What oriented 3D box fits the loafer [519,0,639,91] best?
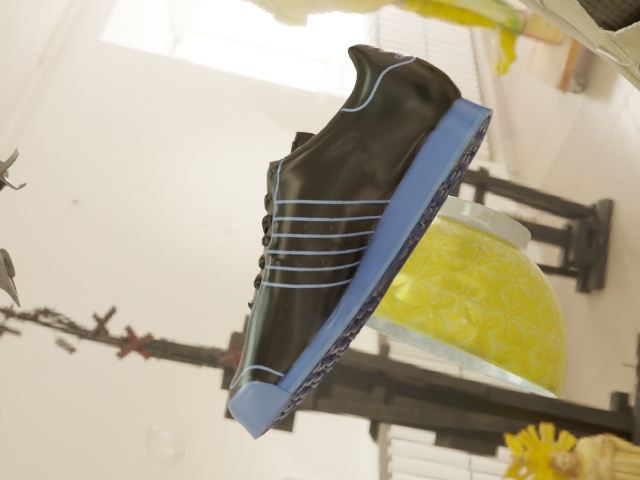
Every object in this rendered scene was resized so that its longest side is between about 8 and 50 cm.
[{"bbox_3d":[0.247,-0.157,0.623,0.102,0.268,0.092,-61,-10,9],"label":"loafer"}]

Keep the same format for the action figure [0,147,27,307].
[{"bbox_3d":[-0.264,0.029,0.463,0.099,0.185,0.285,-10,29,46],"label":"action figure"}]

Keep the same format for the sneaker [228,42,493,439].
[{"bbox_3d":[0.000,0.000,0.500,0.232,0.090,0.081,-57,-12,8],"label":"sneaker"}]

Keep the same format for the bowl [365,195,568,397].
[{"bbox_3d":[0.146,0.044,0.948,0.289,0.289,0.156,158,136,-81],"label":"bowl"}]
